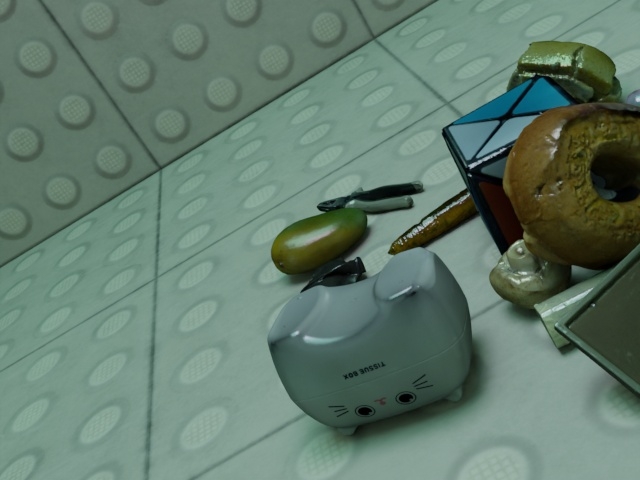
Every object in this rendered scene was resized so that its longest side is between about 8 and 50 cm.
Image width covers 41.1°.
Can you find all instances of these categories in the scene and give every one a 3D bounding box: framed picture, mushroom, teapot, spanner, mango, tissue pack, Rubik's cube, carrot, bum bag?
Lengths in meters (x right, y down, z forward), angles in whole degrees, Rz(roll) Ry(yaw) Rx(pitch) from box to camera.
[{"bbox_3d":[0.531,0.094,1.219,0.324,0.020,0.240,-41,59,-14],"label":"framed picture"},{"bbox_3d":[0.371,0.056,1.512,0.148,0.112,0.148,-24,34,18],"label":"mushroom"},{"bbox_3d":[0.456,0.093,1.397,0.200,0.077,0.107,-28,6,10],"label":"teapot"},{"bbox_3d":[0.115,-0.100,2.179,0.325,0.040,0.095,-6,35,42],"label":"spanner"},{"bbox_3d":[0.000,0.000,2.059,0.251,0.114,0.156,-19,16,1],"label":"mango"},{"bbox_3d":[0.099,0.181,1.478,0.333,0.236,0.229,-22,18,21],"label":"tissue pack"},{"bbox_3d":[0.407,-0.140,1.667,0.248,0.250,0.246,-27,25,8],"label":"Rubik's cube"},{"bbox_3d":[0.283,-0.053,1.881,0.314,0.066,0.066,-34,25,4],"label":"carrot"},{"bbox_3d":[0.004,0.129,1.847,0.142,0.079,0.326,-18,29,35],"label":"bum bag"}]

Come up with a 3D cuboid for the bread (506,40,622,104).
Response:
[{"bbox_3d":[0.559,-0.362,1.969,0.257,0.186,0.124,4,39,40],"label":"bread"}]

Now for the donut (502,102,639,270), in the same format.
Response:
[{"bbox_3d":[0.465,-0.096,1.428,0.317,0.299,0.150,-37,6,-19],"label":"donut"}]

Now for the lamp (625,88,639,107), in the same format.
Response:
[{"bbox_3d":[0.700,-0.237,1.503,0.247,0.247,0.301,-9,26,1],"label":"lamp"}]
